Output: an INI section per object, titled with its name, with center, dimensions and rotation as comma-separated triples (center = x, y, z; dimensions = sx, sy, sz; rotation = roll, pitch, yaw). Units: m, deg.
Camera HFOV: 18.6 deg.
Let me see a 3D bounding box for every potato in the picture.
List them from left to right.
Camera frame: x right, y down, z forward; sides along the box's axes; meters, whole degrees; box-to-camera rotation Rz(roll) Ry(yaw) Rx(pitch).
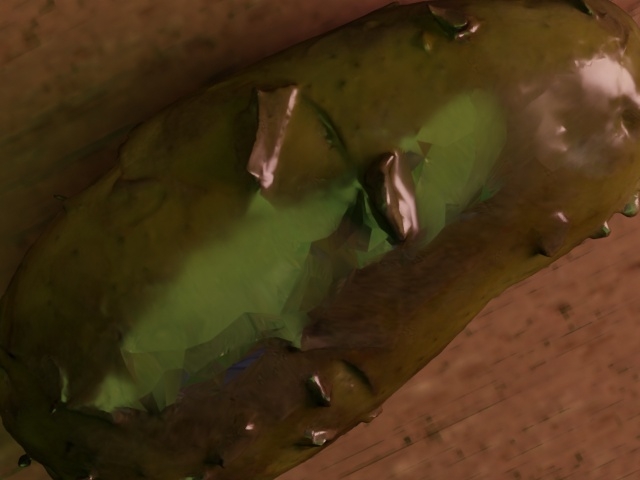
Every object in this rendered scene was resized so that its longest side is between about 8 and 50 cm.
[potato]
center = 0.000, 0.000, 0.583
dimensions = 0.225, 0.090, 0.117
rotation = -34, 125, 5
